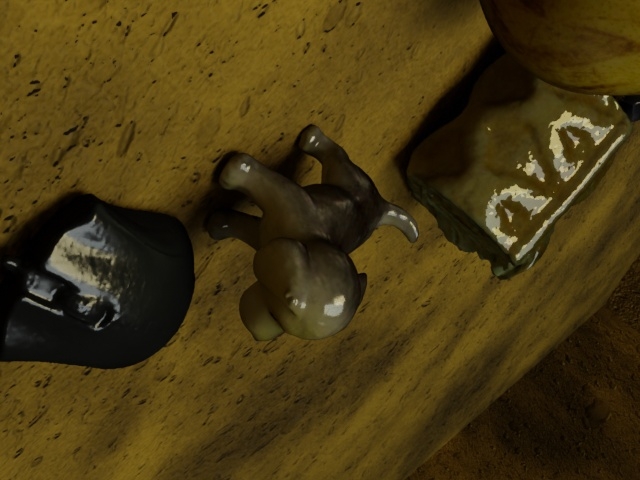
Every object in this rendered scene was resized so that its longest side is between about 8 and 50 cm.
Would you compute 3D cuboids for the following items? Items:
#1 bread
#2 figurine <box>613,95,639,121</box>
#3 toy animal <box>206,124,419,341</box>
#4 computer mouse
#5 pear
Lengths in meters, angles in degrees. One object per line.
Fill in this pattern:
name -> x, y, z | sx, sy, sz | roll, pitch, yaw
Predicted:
bread -> 0.240, -0.105, 1.269 | 0.252, 0.238, 0.196 | -44, -161, -5
figurine -> 0.421, -0.263, 1.423 | 0.308, 0.143, 0.309 | -22, 148, -15
toy animal -> -0.016, -0.004, 0.963 | 0.233, 0.168, 0.121 | -45, 164, -53
computer mouse -> -0.166, 0.046, 0.854 | 0.147, 0.088, 0.264 | -55, 156, 8
pear -> 0.285, -0.264, 0.968 | 0.280, 0.280, 0.281 | -41, 158, -21
